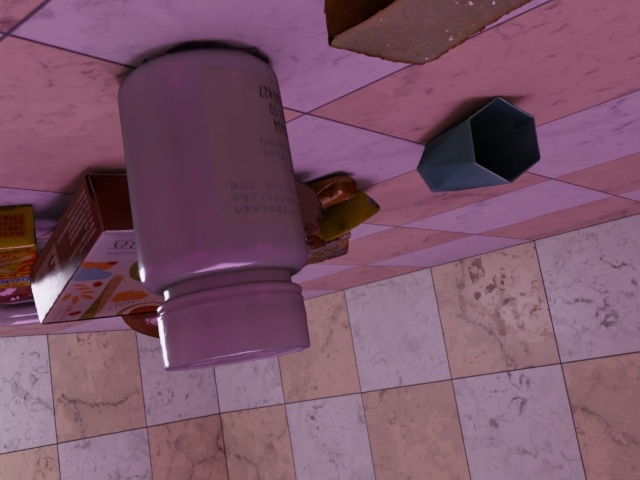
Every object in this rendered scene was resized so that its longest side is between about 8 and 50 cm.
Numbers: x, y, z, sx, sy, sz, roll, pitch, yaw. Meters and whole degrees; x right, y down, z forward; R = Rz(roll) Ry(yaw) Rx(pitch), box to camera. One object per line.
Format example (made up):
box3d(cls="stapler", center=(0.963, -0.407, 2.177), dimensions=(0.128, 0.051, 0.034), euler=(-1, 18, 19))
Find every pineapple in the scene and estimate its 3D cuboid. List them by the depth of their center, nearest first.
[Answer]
box3d(cls="pineapple", center=(-0.110, -0.026, 1.621), dimensions=(0.141, 0.170, 0.310), euler=(-20, 168, -31))
box3d(cls="pineapple", center=(0.000, 0.000, 1.997), dimensions=(0.236, 0.115, 0.186), euler=(-19, 166, 31))

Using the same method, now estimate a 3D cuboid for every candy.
box3d(cls="candy", center=(-0.650, 0.020, 1.520), dimensions=(0.146, 0.088, 0.276), euler=(-5, 163, -23))

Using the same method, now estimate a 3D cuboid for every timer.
box3d(cls="timer", center=(-0.709, 0.127, 1.880), dimensions=(0.261, 0.087, 0.237), euler=(-6, -156, -20))

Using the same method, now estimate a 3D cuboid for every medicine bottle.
box3d(cls="medicine bottle", center=(-0.132, -0.037, 0.954), dimensions=(0.213, 0.379, 0.213), euler=(-9, 168, -2))

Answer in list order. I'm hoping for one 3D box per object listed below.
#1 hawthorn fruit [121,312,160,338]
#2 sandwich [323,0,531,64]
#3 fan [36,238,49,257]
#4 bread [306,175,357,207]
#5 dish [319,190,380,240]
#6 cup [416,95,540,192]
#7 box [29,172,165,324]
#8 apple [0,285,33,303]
box3d(cls="hawthorn fruit", center=(-0.387, 0.119, 1.862), dimensions=(0.300, 0.268, 0.268), euler=(-5, 169, -16))
box3d(cls="sandwich", center=(0.124, -0.267, 0.812), dimensions=(0.186, 0.065, 0.214), euler=(-1, 167, -36))
box3d(cls="fan", center=(-0.796, 0.042, 1.776), dimensions=(0.414, 0.012, 0.233), euler=(-8, 168, -14))
box3d(cls="bread", center=(0.013, -0.104, 1.611), dimensions=(0.132, 0.053, 0.074), euler=(-18, 171, 37))
box3d(cls="dish", center=(0.055, -0.070, 1.700), dimensions=(0.148, 0.080, 0.208), euler=(-29, -172, 10))
box3d(cls="cup", center=(0.275, -0.161, 1.364), dimensions=(0.148, 0.134, 0.235), euler=(-34, -174, -17))
box3d(cls="box", center=(-0.348, 0.021, 1.494), dimensions=(0.344, 0.122, 0.385), euler=(-3, 153, -39))
box3d(cls="apple", center=(-0.714, 0.080, 1.715), dimensions=(0.153, 0.120, 0.153), euler=(-13, 166, -3))
